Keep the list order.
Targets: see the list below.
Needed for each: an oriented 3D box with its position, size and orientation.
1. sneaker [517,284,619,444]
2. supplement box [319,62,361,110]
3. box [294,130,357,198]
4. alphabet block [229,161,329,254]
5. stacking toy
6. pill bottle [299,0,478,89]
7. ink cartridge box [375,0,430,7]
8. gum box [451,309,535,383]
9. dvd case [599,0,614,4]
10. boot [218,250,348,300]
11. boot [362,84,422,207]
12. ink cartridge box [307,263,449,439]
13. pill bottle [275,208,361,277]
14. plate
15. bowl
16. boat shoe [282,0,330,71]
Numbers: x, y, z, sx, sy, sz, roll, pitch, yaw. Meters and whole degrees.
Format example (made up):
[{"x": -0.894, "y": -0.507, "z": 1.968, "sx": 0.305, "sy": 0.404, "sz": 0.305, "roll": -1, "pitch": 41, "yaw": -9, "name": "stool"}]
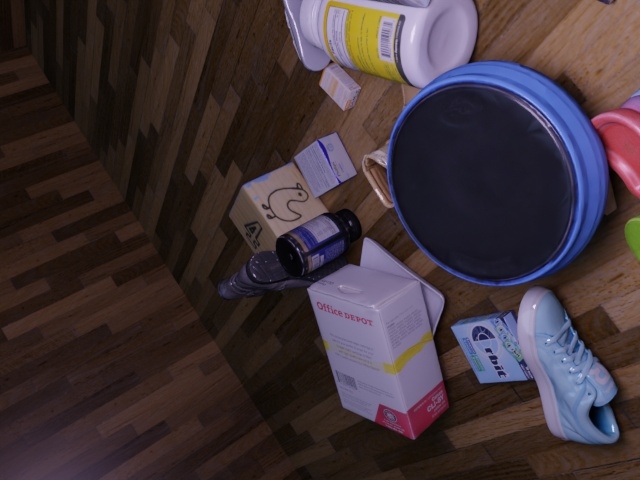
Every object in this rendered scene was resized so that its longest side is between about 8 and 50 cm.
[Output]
[{"x": 0.506, "y": 0.247, "z": 1.290, "sx": 0.150, "sy": 0.135, "sz": 0.366, "roll": 0, "pitch": 123, "yaw": 47, "name": "sneaker"}, {"x": 0.046, "y": -0.365, "z": 1.548, "sx": 0.098, "sy": 0.036, "sz": 0.062, "roll": 50, "pitch": 147, "yaw": 19, "name": "supplement box"}, {"x": 0.013, "y": -0.194, "z": 1.698, "sx": 0.137, "sy": 0.072, "sz": 0.126, "roll": -24, "pitch": 94, "yaw": 60, "name": "box"}, {"x": -0.120, "y": -0.072, "z": 1.880, "sx": 0.197, "sy": 0.192, "sz": 0.193, "roll": 54, "pitch": 150, "yaw": 11, "name": "alphabet block"}, {"x": 0.553, "y": -0.084, "z": 1.010, "sx": 0.309, "sy": 0.130, "sz": 0.279, "roll": 55, "pitch": 175, "yaw": 17, "name": "stacking toy"}, {"x": 0.117, "y": -0.413, "z": 1.259, "sx": 0.333, "sy": 0.187, "sz": 0.188, "roll": 30, "pitch": 137, "yaw": 41, "name": "pill bottle"}, {"x": 0.115, "y": -0.611, "z": 1.119, "sx": 0.308, "sy": 0.091, "sz": 0.385, "roll": 28, "pitch": 99, "yaw": 43, "name": "ink cartridge box"}, {"x": 0.404, "y": 0.248, "z": 1.506, "sx": 0.184, "sy": 0.041, "sz": 0.157, "roll": -26, "pitch": 92, "yaw": 58, "name": "gum box"}, {"x": 0.380, "y": -0.475, "z": 0.950, "sx": 0.164, "sy": 0.018, "sz": 0.221, "roll": 42, "pitch": 154, "yaw": 34, "name": "dvd case"}, {"x": -0.104, "y": 0.096, "z": 1.854, "sx": 0.222, "sy": 0.337, "sz": 0.118, "roll": -34, "pitch": 59, "yaw": 52, "name": "boot"}, {"x": 0.168, "y": -0.216, "z": 1.323, "sx": 0.095, "sy": 0.203, "sz": 0.262, "roll": 12, "pitch": 124, "yaw": 53, "name": "boot"}, {"x": 0.151, "y": 0.277, "z": 1.700, "sx": 0.279, "sy": 0.160, "sz": 0.385, "roll": 11, "pitch": 124, "yaw": 51, "name": "ink cartridge box"}, {"x": 0.000, "y": 0.000, "z": 1.729, "sx": 0.122, "sy": 0.219, "sz": 0.123, "roll": 35, "pitch": 140, "yaw": 37, "name": "pill bottle"}, {"x": 0.208, "y": 0.156, "z": 1.718, "sx": 0.278, "sy": 0.045, "sz": 0.277, "roll": 40, "pitch": 143, "yaw": 31, "name": "plate"}, {"x": 0.279, "y": -0.101, "z": 1.114, "sx": 0.391, "sy": 0.077, "sz": 0.392, "roll": 23, "pitch": 126, "yaw": 36, "name": "bowl"}, {"x": -0.037, "y": -0.523, "z": 1.499, "sx": 0.088, "sy": 0.096, "sz": 0.268, "roll": -141, "pitch": 32, "yaw": -69, "name": "boat shoe"}]
